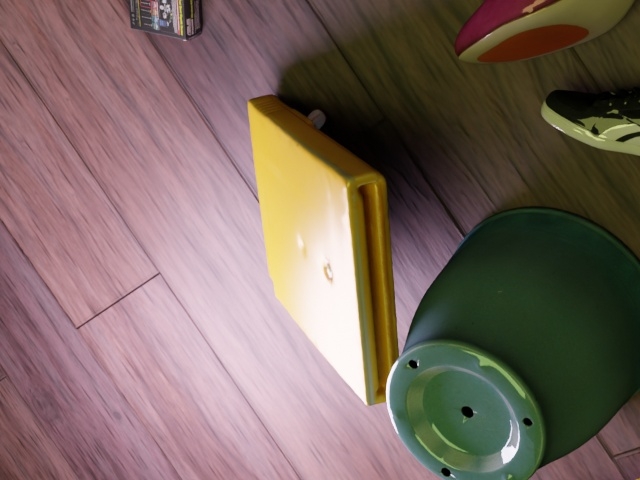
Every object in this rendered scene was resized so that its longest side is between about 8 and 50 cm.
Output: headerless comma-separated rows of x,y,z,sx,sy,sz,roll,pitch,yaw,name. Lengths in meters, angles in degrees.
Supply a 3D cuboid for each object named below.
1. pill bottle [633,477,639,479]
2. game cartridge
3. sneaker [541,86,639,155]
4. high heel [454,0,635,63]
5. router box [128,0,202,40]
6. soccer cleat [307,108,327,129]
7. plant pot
0.411,0.325,1.314,0.208,0.119,0.119,-33,93,41,pill bottle
0.000,0.000,1.364,0.323,0.053,0.285,-134,33,-58,game cartridge
0.340,-0.146,1.144,0.217,0.079,0.121,20,121,15,sneaker
0.261,-0.310,1.113,0.377,0.127,0.181,-25,70,45,high heel
-0.199,-0.323,1.445,0.092,0.038,0.122,17,123,28,router box
-0.021,-0.131,1.426,0.029,0.035,0.083,45,131,7,soccer cleat
0.210,0.137,1.263,0.272,0.255,0.271,17,123,27,plant pot
